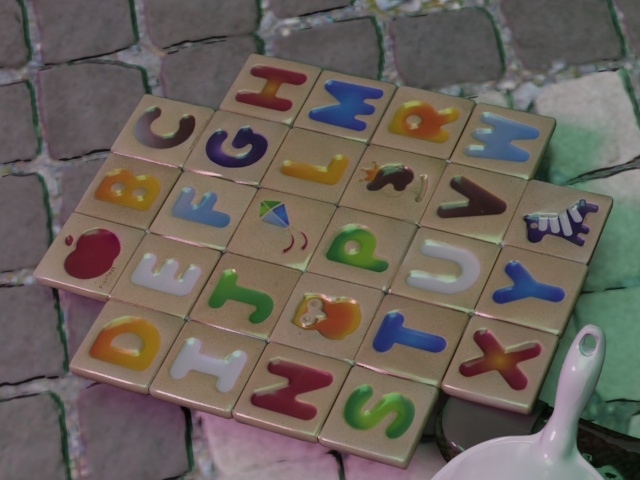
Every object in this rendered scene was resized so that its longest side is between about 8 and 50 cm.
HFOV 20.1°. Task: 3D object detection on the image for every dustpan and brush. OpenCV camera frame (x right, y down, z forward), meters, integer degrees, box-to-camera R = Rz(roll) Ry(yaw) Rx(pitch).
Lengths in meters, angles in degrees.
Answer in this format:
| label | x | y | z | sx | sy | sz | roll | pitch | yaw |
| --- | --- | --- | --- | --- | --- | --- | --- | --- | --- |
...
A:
| label | x | y | z | sx | sy | sz | roll | pitch | yaw |
| --- | --- | --- | --- | --- | --- | --- | --- | --- | --- |
| dustpan and brush | 0.125 | 0.144 | 1.029 | 0.147 | 0.211 | 0.060 | 21 | 35 | 15 |

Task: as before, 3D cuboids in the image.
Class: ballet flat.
| label | x | y | z | sx | sy | sz | roll | pitch | yaw |
| --- | --- | --- | --- | --- | --- | --- | --- | --- | --- |
| ballet flat | 0.184 | 0.157 | 1.083 | 0.250 | 0.058 | 0.084 | 21 | 59 | 10 |

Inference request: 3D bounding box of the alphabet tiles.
| label | x | y | z | sx | sy | sz | roll | pitch | yaw |
| --- | --- | --- | --- | --- | --- | --- | --- | --- | --- |
| alphabet tiles | 0.000 | 0.000 | 1.166 | 0.342 | 0.011 | 0.285 | 14 | 55 | 20 |
